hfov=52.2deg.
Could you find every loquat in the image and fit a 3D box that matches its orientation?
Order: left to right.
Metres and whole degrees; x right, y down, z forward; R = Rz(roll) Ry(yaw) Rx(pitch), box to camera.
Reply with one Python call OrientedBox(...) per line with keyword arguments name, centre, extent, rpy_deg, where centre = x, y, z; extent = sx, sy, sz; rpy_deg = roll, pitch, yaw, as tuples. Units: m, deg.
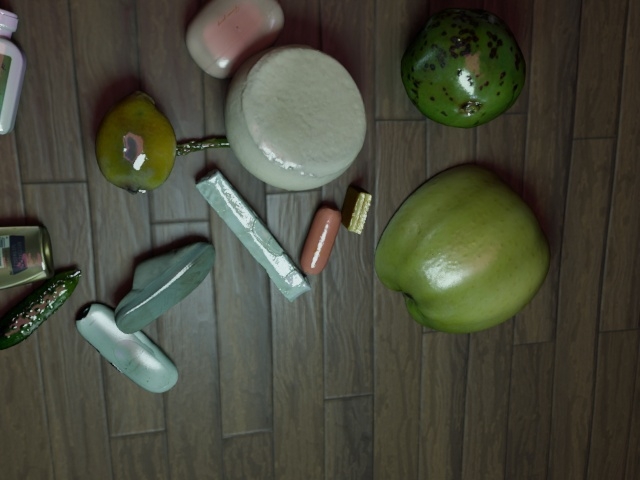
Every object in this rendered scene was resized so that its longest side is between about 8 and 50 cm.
OrientedBox(name="loquat", centre=(-0.352, -0.185, 1.247), extent=(0.152, 0.152, 0.195), rpy_deg=(3, 93, -14))

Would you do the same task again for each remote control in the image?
OrientedBox(name="remote control", centre=(-0.407, 0.233, 1.379), extent=(0.256, 0.045, 0.097), rpy_deg=(43, 90, -16))

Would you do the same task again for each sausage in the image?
OrientedBox(name="sausage", centre=(0.000, 0.000, 1.413), extent=(0.062, 0.062, 0.154), rpy_deg=(17, 99, -16))

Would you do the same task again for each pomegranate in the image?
OrientedBox(name="pomegranate", centre=(0.286, -0.354, 1.321), extent=(0.254, 0.271, 0.254), rpy_deg=(-2, 138, -2))

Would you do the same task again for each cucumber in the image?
OrientedBox(name="cucumber", centre=(-0.568, 0.135, 1.309), extent=(0.227, 0.069, 0.069), rpy_deg=(-43, 108, -6))

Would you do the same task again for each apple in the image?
OrientedBox(name="apple", centre=(0.328, 0.043, 1.490), extent=(0.360, 0.312, 0.320), rpy_deg=(-38, 64, -4))

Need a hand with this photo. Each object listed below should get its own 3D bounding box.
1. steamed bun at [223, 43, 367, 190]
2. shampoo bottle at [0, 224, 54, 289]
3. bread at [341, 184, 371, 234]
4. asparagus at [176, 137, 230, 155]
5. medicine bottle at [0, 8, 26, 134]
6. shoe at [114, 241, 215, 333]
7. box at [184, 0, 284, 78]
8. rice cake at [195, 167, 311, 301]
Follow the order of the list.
OrientedBox(name="steamed bun", centre=(-0.059, -0.231, 1.276), extent=(0.282, 0.177, 0.283), rpy_deg=(5, 79, -28))
OrientedBox(name="shampoo bottle", centre=(-0.700, 0.046, 1.243), extent=(0.349, 0.084, 0.126), rpy_deg=(-9, 87, -11))
OrientedBox(name="bread", centre=(0.074, -0.069, 1.400), extent=(0.035, 0.094, 0.090), rpy_deg=(13, 102, -15))
OrientedBox(name="asparagus", centre=(-0.198, -0.194, 1.340), extent=(0.235, 0.027, 0.034), rpy_deg=(-5, 93, -13))
OrientedBox(name="medicine bottle", centre=(-0.604, -0.311, 1.188), extent=(0.115, 0.078, 0.219), rpy_deg=(14, 99, -14))
OrientedBox(name="shoe", centre=(-0.330, 0.080, 1.345), extent=(0.251, 0.103, 0.100), rpy_deg=(-42, 65, -14))
OrientedBox(name="box", centre=(-0.166, -0.409, 1.266), extent=(0.200, 0.088, 0.146), rpy_deg=(-42, 107, 0))
OrientedBox(name="rice cake", centre=(-0.137, -0.008, 1.380), extent=(0.066, 0.063, 0.336), rpy_deg=(-36, 110, 7))
